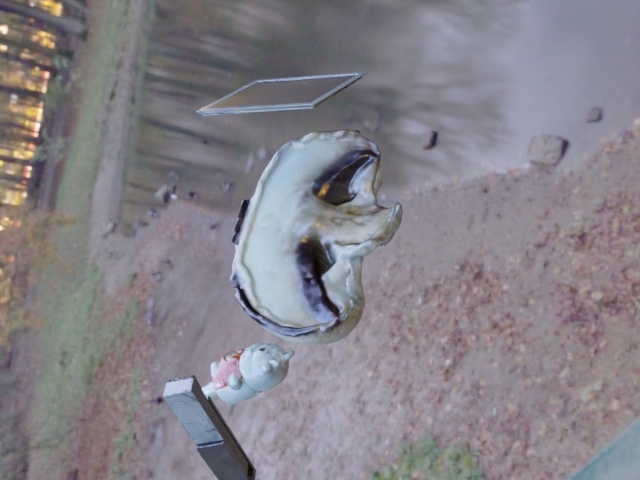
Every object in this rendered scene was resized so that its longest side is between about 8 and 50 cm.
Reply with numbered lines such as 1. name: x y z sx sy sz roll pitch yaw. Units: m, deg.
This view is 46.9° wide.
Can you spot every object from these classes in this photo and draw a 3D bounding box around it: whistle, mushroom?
1. whistle: -0.149 0.260 1.434 0.253 0.101 0.106 -29 59 30
2. mushroom: 0.000 0.002 1.082 0.130 0.247 0.344 69 -161 -59

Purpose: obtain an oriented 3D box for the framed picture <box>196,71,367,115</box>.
1. framed picture: -0.049 -0.190 0.960 0.183 0.142 0.011 3 118 31

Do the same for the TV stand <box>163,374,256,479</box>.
1. TV stand: -0.168 0.308 1.152 0.040 0.049 0.256 -87 -20 -51
